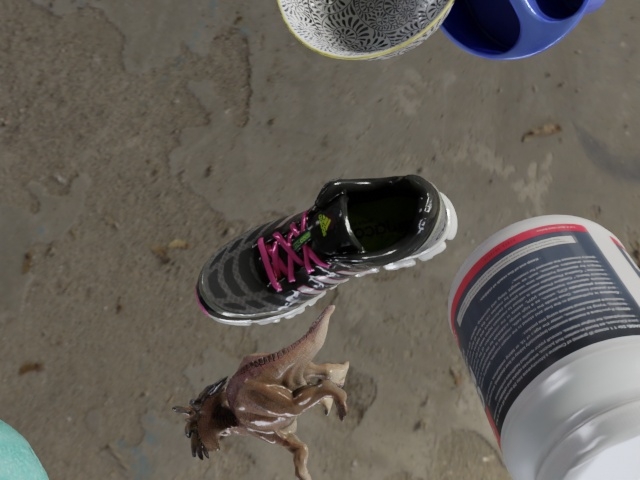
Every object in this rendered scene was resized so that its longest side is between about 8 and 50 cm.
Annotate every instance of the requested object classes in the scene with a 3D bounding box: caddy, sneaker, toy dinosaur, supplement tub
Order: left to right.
[{"bbox_3d":[-0.078,0.198,1.130,0.200,0.127,0.295,18,129,-5],"label":"toy dinosaur"},{"bbox_3d":[0.000,0.000,0.540,0.170,0.075,0.063,-18,71,2],"label":"sneaker"},{"bbox_3d":[0.248,-0.413,1.230,0.241,0.179,0.341,-27,83,30],"label":"caddy"},{"bbox_3d":[0.237,0.121,0.809,0.191,0.272,0.191,-5,126,-7],"label":"supplement tub"}]

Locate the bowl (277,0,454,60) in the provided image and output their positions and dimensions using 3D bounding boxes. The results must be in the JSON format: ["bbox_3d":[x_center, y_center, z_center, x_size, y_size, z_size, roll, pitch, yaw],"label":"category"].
[{"bbox_3d":[0.054,-0.221,0.780,0.170,0.080,0.170,-5,75,20],"label":"bowl"}]

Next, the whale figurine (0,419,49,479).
[{"bbox_3d":[-0.256,0.163,0.582,0.216,0.141,0.272,50,154,23],"label":"whale figurine"}]
